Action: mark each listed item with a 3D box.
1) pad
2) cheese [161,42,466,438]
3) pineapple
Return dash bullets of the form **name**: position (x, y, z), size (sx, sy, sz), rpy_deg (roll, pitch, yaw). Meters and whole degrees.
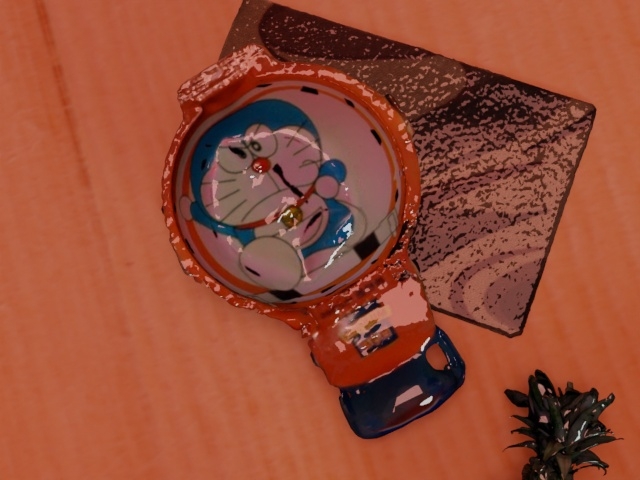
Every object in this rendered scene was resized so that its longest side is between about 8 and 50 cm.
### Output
- **pad**: position (0.050, -0.068, 1.104), size (0.330, 0.004, 0.220), rpy_deg (18, 80, 7)
- **cheese**: position (0.000, 0.000, 1.028), size (0.217, 0.129, 0.329), rpy_deg (-28, 97, 3)
- **pineapple**: position (0.158, 0.209, 1.003), size (0.083, 0.103, 0.221), rpy_deg (26, 84, -16)
